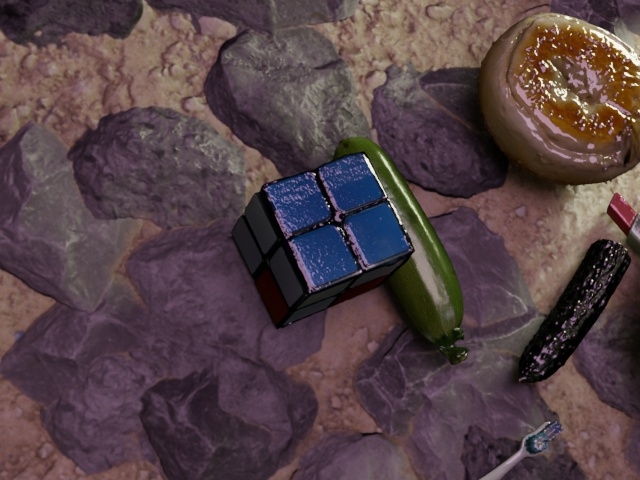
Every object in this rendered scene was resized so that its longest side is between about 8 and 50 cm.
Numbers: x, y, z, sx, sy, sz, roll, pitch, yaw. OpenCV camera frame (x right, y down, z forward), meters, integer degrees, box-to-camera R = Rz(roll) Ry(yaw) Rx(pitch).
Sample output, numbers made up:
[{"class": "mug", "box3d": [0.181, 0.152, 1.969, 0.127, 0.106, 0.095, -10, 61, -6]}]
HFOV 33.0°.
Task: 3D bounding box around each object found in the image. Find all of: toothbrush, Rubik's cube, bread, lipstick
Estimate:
[{"class": "toothbrush", "box3d": [0.189, 0.384, 1.527, 0.418, 0.040, 0.042, -34, 85, -21]}, {"class": "Rubik's cube", "box3d": [0.000, 0.001, 1.524, 0.183, 0.180, 0.167, -20, 77, -25]}, {"class": "bread", "box3d": [0.392, -0.217, 1.739, 0.305, 0.159, 0.305, 7, 65, -15]}, {"class": "lipstick", "box3d": [0.573, 0.050, 1.761, 0.051, 0.051, 0.312, -40, 84, -25]}]

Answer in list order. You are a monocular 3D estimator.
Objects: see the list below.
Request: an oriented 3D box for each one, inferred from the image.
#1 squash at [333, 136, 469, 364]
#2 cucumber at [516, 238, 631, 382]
[{"class": "squash", "box3d": [0.126, 0.008, 1.606, 0.101, 0.101, 0.378, -20, 75, -23]}, {"class": "cucumber", "box3d": [0.387, 0.115, 1.667, 0.072, 0.072, 0.300, 39, 65, -1]}]
